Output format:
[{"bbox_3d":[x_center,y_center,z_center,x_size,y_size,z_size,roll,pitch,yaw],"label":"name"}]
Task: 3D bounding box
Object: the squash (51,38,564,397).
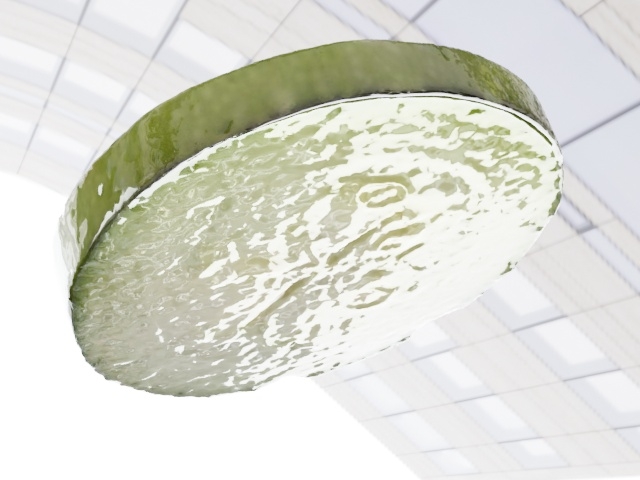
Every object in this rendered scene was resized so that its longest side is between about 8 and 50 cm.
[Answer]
[{"bbox_3d":[-0.002,-0.004,0.430,0.219,0.219,0.041,-6,-122,-25],"label":"squash"}]
